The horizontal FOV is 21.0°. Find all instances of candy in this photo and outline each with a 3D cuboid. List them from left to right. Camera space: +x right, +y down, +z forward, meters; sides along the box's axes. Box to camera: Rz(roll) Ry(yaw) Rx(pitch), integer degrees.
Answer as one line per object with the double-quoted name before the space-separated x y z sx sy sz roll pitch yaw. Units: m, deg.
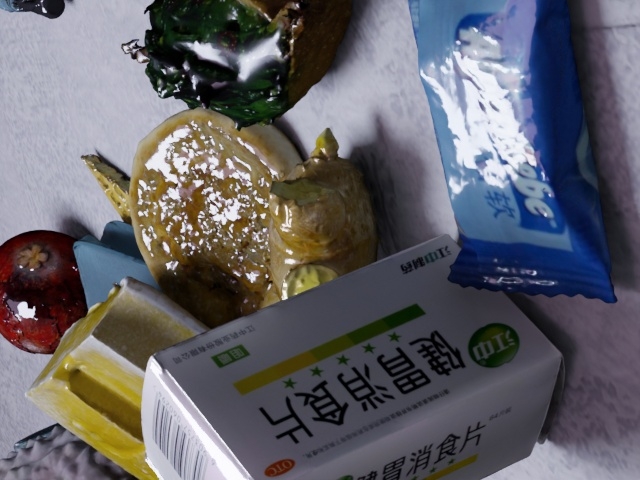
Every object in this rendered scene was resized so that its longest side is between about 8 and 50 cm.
"candy" 0.143 -0.108 1.380 0.187 0.077 0.331 6 117 48

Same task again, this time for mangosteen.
"mangosteen" -0.345 0.076 2.218 0.166 0.166 0.180 45 170 31

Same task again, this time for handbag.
"handbag" -0.190 0.083 2.022 0.229 0.062 0.179 20 130 40

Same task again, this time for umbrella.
"umbrella" -0.381 -0.305 2.084 0.053 0.052 0.250 31 176 -43

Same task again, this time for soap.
"soap" -0.154 0.180 1.886 0.281 0.143 0.259 37 149 -8

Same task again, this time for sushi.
"sushi" -0.069 -0.172 1.596 0.287 0.140 0.149 17 118 54

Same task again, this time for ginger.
"ginger" 0.000 0.000 1.611 0.102 0.157 0.216 5 106 18

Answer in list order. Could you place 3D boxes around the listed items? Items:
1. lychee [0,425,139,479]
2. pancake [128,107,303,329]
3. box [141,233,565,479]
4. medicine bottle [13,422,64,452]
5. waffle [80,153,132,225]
"lychee" -0.265 0.414 2.083 0.380 0.380 0.432 47 168 30
"pancake" -0.099 -0.009 1.801 0.282 0.049 0.282 17 121 31
"box" 0.031 0.141 1.481 0.173 0.333 0.145 49 146 33
"medicine bottle" -0.329 0.400 2.425 0.141 0.141 0.293 -17 97 60
"waffle" -0.232 -0.064 2.052 0.152 0.023 0.097 57 148 15
